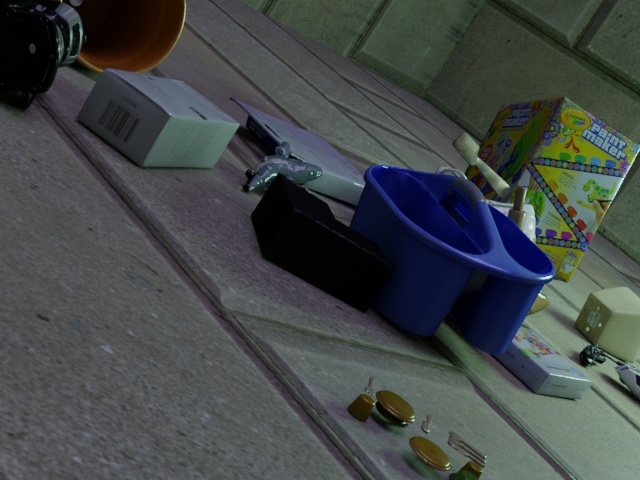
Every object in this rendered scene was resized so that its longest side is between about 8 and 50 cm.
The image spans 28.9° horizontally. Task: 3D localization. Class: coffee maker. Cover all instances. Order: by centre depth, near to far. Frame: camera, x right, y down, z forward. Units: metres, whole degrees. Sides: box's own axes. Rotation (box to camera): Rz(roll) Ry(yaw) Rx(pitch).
[{"bbox_3d":[-0.382,-0.253,1.498,0.171,0.120,0.178,30,13,-10],"label":"coffee maker"}]

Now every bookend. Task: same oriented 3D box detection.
[{"bbox_3d":[0.000,0.000,1.602,0.156,0.072,0.157,30,13,-19],"label":"bookend"}]

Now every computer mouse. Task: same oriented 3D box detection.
[{"bbox_3d":[0.522,0.237,2.079,0.193,0.042,0.106,31,7,15],"label":"computer mouse"}]

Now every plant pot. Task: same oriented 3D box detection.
[{"bbox_3d":[-0.337,-0.363,1.887,0.205,0.205,0.188,24,1,-37],"label":"plant pot"},{"bbox_3d":[0.541,0.151,2.308,0.096,0.109,0.109,11,23,-30],"label":"plant pot"}]

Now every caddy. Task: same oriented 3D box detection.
[{"bbox_3d":[0.173,0.004,1.690,0.241,0.179,0.341,15,19,-22],"label":"caddy"}]

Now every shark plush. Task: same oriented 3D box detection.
[{"bbox_3d":[-0.061,-0.101,1.817,0.067,0.073,0.161,26,14,23],"label":"shark plush"}]

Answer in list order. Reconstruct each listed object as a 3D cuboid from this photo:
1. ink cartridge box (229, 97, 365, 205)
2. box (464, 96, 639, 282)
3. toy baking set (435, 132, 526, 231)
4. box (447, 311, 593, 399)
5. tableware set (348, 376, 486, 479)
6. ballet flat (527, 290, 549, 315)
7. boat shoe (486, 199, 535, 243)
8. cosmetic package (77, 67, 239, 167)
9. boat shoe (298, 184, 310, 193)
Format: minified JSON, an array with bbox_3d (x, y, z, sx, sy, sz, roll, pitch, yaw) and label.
[{"bbox_3d":[-0.035,-0.147,2.113,0.224,0.045,0.223,21,17,-41],"label":"ink cartridge box"},{"bbox_3d":[0.391,-0.095,2.274,0.177,0.279,0.290,30,-5,-13],"label":"box"},{"bbox_3d":[0.246,-0.033,1.961,0.196,0.256,0.030,10,8,-31],"label":"toy baking set"},{"bbox_3d":[0.291,0.157,1.809,0.145,0.038,0.186,16,23,-51],"label":"box"},{"bbox_3d":[0.097,0.199,1.228,0.154,0.024,0.104,35,16,1],"label":"tableware set"},{"bbox_3d":[0.269,0.091,1.950,0.232,0.073,0.080,23,-27,-32],"label":"ballet flat"},{"bbox_3d":[0.223,-0.045,2.072,0.277,0.096,0.098,10,-22,-6],"label":"boat shoe"},{"bbox_3d":[-0.211,-0.160,1.656,0.117,0.085,0.231,37,14,12],"label":"cosmetic package"},{"bbox_3d":[-0.029,-0.064,1.849,0.035,0.035,0.100,37,14,14],"label":"boat shoe"}]
